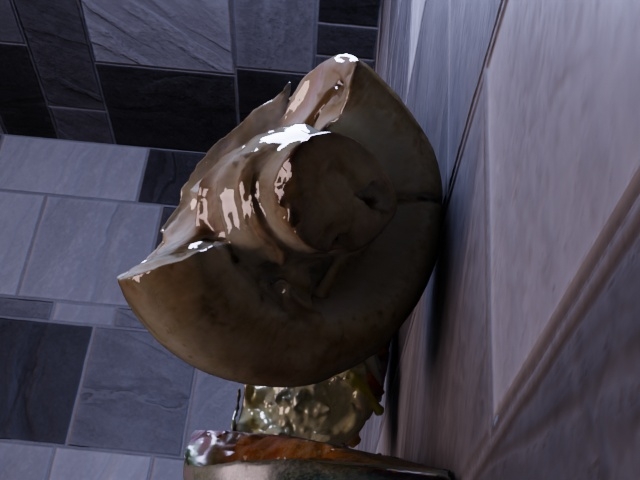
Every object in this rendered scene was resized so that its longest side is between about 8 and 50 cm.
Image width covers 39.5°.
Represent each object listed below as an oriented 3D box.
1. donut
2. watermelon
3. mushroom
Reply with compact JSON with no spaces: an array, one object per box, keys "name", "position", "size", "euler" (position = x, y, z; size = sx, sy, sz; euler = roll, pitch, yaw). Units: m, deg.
[{"name":"donut","position":[0.003,0.030,0.929],"size":[0.307,0.150,0.371],"euler":[-65,-22,-69]},{"name":"watermelon","position":[-0.020,0.230,0.613],"size":[0.322,0.175,0.188],"euler":[90,-174,-73]},{"name":"mushroom","position":[0.000,0.000,0.647],"size":[0.254,0.189,0.195],"euler":[-55,21,-19]}]
